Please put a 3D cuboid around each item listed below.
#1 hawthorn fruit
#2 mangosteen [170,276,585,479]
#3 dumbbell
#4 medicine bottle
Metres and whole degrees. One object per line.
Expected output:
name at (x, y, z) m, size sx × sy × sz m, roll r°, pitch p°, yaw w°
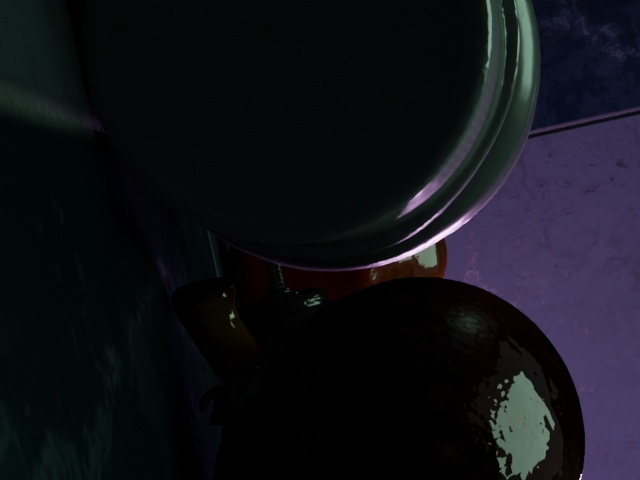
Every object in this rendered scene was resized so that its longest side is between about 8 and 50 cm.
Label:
hawthorn fruit at (0.002, -0.011, 1.260) m, size 0.211 × 0.211 × 0.299 m, roll 77°, pitch -9°, yaw -58°
mangosteen at (0.014, 0.114, 0.737) m, size 0.261 × 0.235 × 0.235 m, roll 34°, pitch -11°, yaw 12°
dumbbell at (-0.019, 0.116, 1.045) m, size 0.099 × 0.099 × 0.209 m, roll -93°, pitch 172°, yaw -88°
medicine bottle at (0.006, -0.103, 0.750) m, size 0.306 × 0.245 × 0.245 m, roll -17°, pitch 95°, yaw -81°
